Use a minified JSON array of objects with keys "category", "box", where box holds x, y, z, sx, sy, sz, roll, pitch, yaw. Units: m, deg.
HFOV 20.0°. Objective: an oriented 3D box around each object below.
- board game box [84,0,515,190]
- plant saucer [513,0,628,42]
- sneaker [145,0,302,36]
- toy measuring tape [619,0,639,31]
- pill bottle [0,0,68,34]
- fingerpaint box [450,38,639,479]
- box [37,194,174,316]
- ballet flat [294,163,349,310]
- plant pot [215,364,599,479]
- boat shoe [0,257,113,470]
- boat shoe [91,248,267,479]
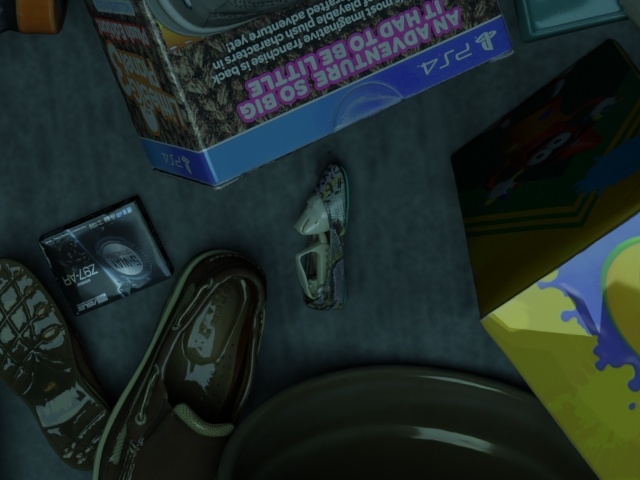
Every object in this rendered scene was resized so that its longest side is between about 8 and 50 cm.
[{"category":"board game box","box":[-0.042,-0.215,1.197,0.232,0.141,0.291,-25,106,-17]},{"category":"plant saucer","box":[0.233,-0.193,1.304,0.192,0.018,0.067,-13,107,4]},{"category":"sneaker","box":[0.031,-0.202,1.088,0.281,0.115,0.105,-36,109,-14]},{"category":"toy measuring tape","box":[0.320,-0.106,1.283,0.121,0.121,0.330,-33,98,10]},{"category":"pill bottle","box":[-0.298,-0.195,1.256,0.246,0.130,0.130,4,107,-1]},{"category":"fingerpaint box","box":[0.279,0.118,1.215,0.163,0.371,0.445,-36,104,11]},{"category":"box","box":[-0.162,0.012,1.374,0.083,0.018,0.067,-22,105,7]},{"category":"ballet flat","box":[0.000,0.000,1.353,0.041,0.041,0.114,1,108,1]},{"category":"plant pot","box":[0.070,0.296,1.332,0.323,0.323,0.280,8,123,-1]},{"category":"boat shoe","box":[-0.209,0.090,1.376,0.064,0.060,0.178,-27,107,-1]},{"category":"boat shoe","box":[-0.103,0.131,1.330,0.095,0.095,0.257,15,90,-17]}]
